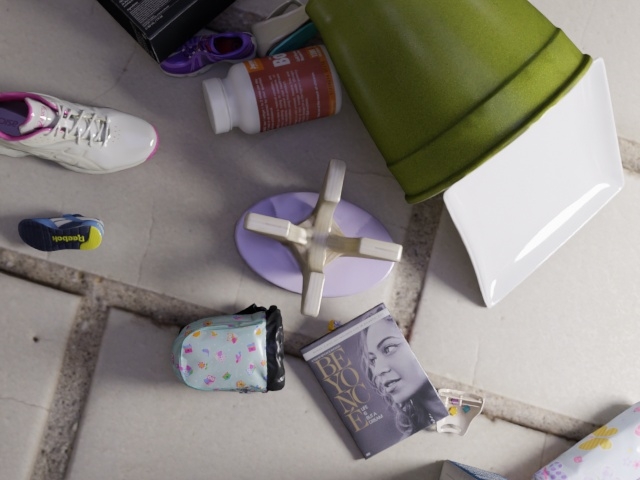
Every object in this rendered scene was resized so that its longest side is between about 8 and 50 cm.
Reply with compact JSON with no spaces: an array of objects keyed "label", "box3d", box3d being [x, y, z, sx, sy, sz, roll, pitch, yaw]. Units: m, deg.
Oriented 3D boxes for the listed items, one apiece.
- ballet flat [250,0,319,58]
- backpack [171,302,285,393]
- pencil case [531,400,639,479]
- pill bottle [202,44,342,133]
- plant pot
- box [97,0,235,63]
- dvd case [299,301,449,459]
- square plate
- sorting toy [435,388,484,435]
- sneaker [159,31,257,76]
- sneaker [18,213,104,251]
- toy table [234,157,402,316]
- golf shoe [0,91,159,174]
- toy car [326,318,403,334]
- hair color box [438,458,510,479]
[{"label":"ballet flat","box3d":[-0.010,-0.393,1.818,0.248,0.086,0.086,-29,91,-9]},{"label":"backpack","box3d":[-0.150,0.180,1.730,0.182,0.115,0.151,-2,89,-7]},{"label":"pencil case","box3d":[0.496,0.383,1.820,0.273,0.113,0.124,-30,110,-10]},{"label":"pill bottle","box3d":[-0.081,-0.246,1.769,0.216,0.121,0.121,-15,88,-10]},{"label":"plant pot","box3d":[0.173,-0.309,1.678,0.366,0.366,0.353,-40,97,-10]},{"label":"box","box3d":[-0.233,-0.449,1.750,0.261,0.103,0.184,-41,79,-10]},{"label":"dvd case","box3d":[0.091,0.237,1.782,0.165,0.018,0.221,-30,94,8]},{"label":"square plate","box3d":[0.356,-0.092,1.766,0.344,0.347,0.049,-40,50,-9]},{"label":"sorting toy","box3d":[0.229,0.296,1.821,0.083,0.045,0.075,11,91,-9]},{"label":"sneaker","box3d":[-0.192,-0.321,1.771,0.170,0.071,0.068,-13,85,10]},{"label":"sneaker","box3d":[-0.420,-0.015,1.735,0.144,0.059,0.053,5,117,6]},{"label":"toy table","box3d":[0.000,0.000,1.745,0.275,0.161,0.252,0,86,-8]},{"label":"golf shoe","box3d":[-0.412,-0.175,1.702,0.306,0.140,0.115,5,83,-10]},{"label":"toy car","box3d":[0.077,0.144,1.801,0.122,0.060,0.040,15,52,-14]},{"label":"hair color box","box3d":[0.243,0.450,1.650,0.105,0.347,0.173,16,84,1]}]
